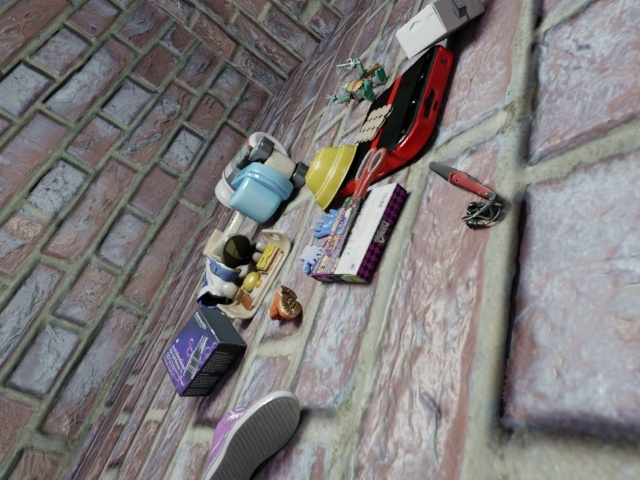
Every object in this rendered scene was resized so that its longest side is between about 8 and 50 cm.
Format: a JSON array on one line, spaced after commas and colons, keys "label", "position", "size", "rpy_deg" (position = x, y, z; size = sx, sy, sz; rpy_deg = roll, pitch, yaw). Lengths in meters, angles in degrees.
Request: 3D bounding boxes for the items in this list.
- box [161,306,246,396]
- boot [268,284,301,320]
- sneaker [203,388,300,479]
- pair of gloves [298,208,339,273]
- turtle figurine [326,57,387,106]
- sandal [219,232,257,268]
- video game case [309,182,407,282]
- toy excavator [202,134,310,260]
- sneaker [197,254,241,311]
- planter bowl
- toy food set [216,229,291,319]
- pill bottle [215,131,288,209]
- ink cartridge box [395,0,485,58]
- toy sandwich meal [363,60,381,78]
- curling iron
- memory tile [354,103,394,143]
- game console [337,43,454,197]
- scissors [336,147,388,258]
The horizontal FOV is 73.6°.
[{"label": "box", "position": [-0.337, 0.320, 1.230], "size": [0.153, 0.108, 0.207], "rpy_deg": [43, 101, 38]}, {"label": "boot", "position": [-0.095, 0.177, 1.078], "size": [0.084, 0.059, 0.158], "rpy_deg": [-58, 14, 5]}, {"label": "sneaker", "position": [-0.148, 0.369, 0.866], "size": [0.282, 0.102, 0.161], "rpy_deg": [-50, 20, 15]}, {"label": "pair of gloves", "position": [0.000, 0.000, 1.161], "size": [0.198, 0.023, 0.159], "rpy_deg": [-59, 22, -8]}, {"label": "turtle figurine", "position": [0.127, -0.559, 1.534], "size": [0.234, 0.118, 0.175], "rpy_deg": [28, 100, 52]}, {"label": "sandal", "position": [-0.299, 0.032, 1.488], "size": [0.120, 0.086, 0.303], "rpy_deg": [-60, -6, -4]}, {"label": "video game case", "position": [0.081, -0.012, 0.984], "size": [0.210, 0.042, 0.232], "rpy_deg": [-10, 51, 61]}, {"label": "toy excavator", "position": [-0.292, -0.132, 1.670], "size": [0.433, 0.222, 0.445], "rpy_deg": [-8, 52, 62]}, {"label": "sneaker", "position": [-0.396, 0.162, 1.598], "size": [0.182, 0.128, 0.315], "rpy_deg": [-67, 17, -6]}, {"label": "planter bowl", "position": [0.015, -0.202, 1.246], "size": [0.217, 0.090, 0.217], "rpy_deg": [-60, 10, 18]}, {"label": "toy food set", "position": [-0.224, 0.101, 1.387], "size": [0.306, 0.092, 0.220], "rpy_deg": [-62, 23, -11]}, {"label": "pill bottle", "position": [-0.331, -0.316, 2.013], "size": [0.363, 0.210, 0.210], "rpy_deg": [-41, 27, 34]}, {"label": "ink cartridge box", "position": [0.314, -0.573, 1.123], "size": [0.191, 0.082, 0.140], "rpy_deg": [-39, 13, -29]}, {"label": "toy sandwich meal", "position": [0.185, -0.627, 1.573], "size": [0.086, 0.029, 0.085], "rpy_deg": [-26, -8, -4]}, {"label": "curling iron", "position": [0.245, -0.100, 0.778], "size": [0.068, 0.035, 0.274], "rpy_deg": [-48, 24, 18]}, {"label": "memory tile", "position": [0.147, -0.322, 1.188], "size": [0.113, 0.012, 0.148], "rpy_deg": [-59, 17, 0]}, {"label": "game console", "position": [0.199, -0.319, 1.162], "size": [0.342, 0.060, 0.386], "rpy_deg": [-31, 32, 57]}, {"label": "scissors", "position": [0.084, -0.093, 1.007], "size": [0.297, 0.021, 0.109], "rpy_deg": [-66, 22, -7]}]
